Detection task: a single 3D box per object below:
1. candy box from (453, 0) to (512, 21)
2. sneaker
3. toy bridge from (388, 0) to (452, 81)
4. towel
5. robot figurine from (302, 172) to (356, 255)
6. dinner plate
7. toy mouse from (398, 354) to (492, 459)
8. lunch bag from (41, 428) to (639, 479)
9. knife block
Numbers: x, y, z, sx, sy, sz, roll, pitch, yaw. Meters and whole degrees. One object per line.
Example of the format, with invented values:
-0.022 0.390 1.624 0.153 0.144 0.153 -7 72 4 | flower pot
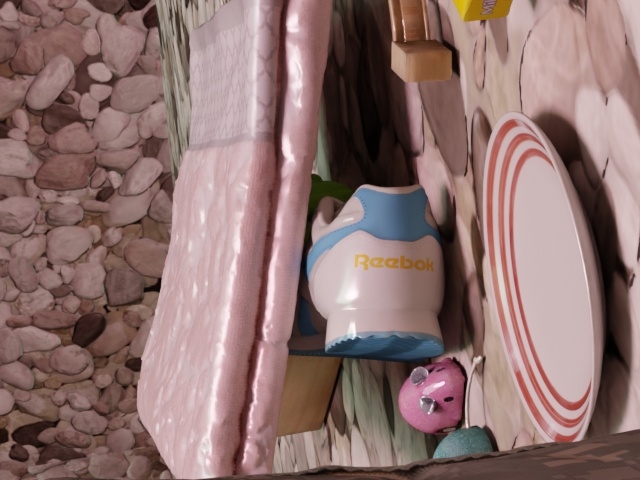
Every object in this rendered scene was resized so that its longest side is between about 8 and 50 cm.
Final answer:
0.042 -0.200 0.630 0.105 0.027 0.205 107 147 -53 | candy box
0.025 0.024 0.895 0.229 0.087 0.092 152 121 -75 | sneaker
0.042 -0.175 0.745 0.063 0.026 0.188 -120 25 -68 | toy bridge
-0.066 -0.002 0.997 0.332 0.053 0.316 -166 84 -78 | towel
0.000 0.000 1.035 0.115 0.067 0.101 116 140 -74 | robot figurine
0.093 0.016 0.630 0.141 0.017 0.141 173 90 -81 | dinner plate
0.068 0.112 0.830 0.143 0.031 0.161 91 167 -47 | toy mouse
0.056 0.140 0.273 0.287 0.235 0.168 -112 19 -58 | lunch bag
-0.032 0.080 1.237 0.242 0.088 0.275 -119 23 -68 | knife block
